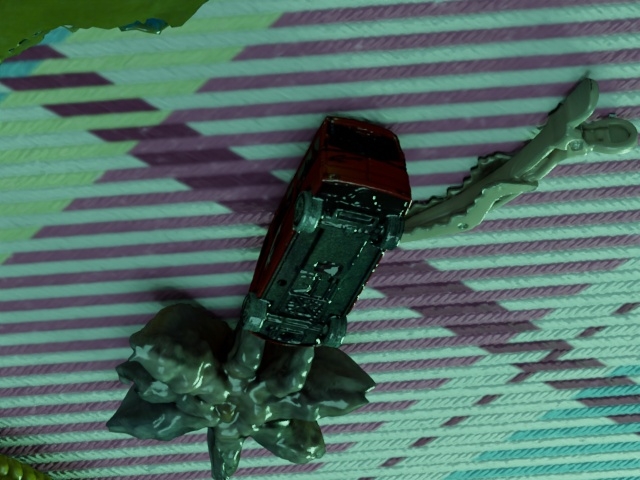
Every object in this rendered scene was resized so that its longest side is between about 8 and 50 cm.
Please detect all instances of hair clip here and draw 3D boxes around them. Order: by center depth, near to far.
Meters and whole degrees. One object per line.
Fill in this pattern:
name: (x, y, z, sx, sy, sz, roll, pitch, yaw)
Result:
hair clip: (0.144, -0.046, 1.417, 0.072, 0.034, 0.226, 31, 129, -34)

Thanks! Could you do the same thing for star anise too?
star anise: (-0.079, 0.125, 1.552, 0.229, 0.093, 0.236, -22, 137, 19)

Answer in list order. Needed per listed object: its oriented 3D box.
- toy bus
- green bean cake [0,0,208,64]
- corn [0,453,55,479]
toy bus: (0.000, 0.000, 1.416, 0.081, 0.089, 0.195, 12, 136, -16)
green bean cake: (-0.232, -0.193, 1.122, 0.285, 0.202, 0.310, 19, 136, -40)
corn: (-0.236, 0.310, 1.721, 0.144, 0.144, 0.387, -30, 135, 27)
